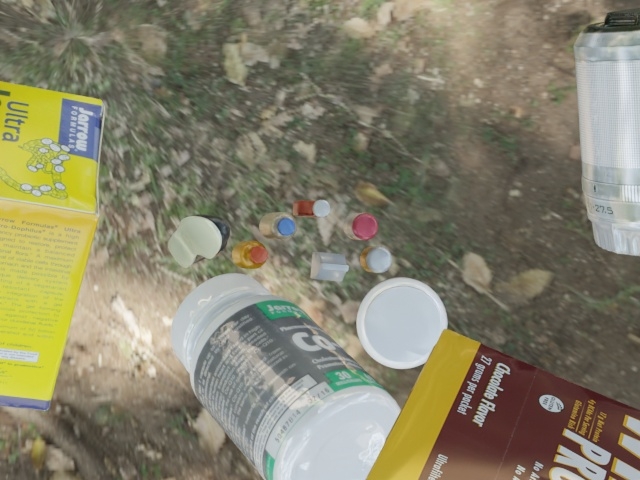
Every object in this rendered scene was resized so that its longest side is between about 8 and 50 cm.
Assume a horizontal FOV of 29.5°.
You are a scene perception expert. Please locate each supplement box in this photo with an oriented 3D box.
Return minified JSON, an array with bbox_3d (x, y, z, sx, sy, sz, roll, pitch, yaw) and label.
[{"bbox_3d":[0.103,0.180,0.560,0.194,0.129,0.191,23,126,10],"label":"supplement box"},{"bbox_3d":[-0.382,0.011,1.428,0.195,0.194,0.356,9,133,-16],"label":"supplement box"}]

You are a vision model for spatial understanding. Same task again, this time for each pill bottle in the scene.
[{"bbox_3d":[0.137,0.138,2.060,0.153,0.264,0.153,0,88,2],"label":"pill bottle"},{"bbox_3d":[-0.061,0.206,1.739,0.204,0.361,0.204,-20,128,-27],"label":"pill bottle"}]

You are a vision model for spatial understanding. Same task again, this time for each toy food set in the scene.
[{"bbox_3d":[0.000,0.000,1.728,0.232,0.104,0.111,7,89,-15],"label":"toy food set"}]

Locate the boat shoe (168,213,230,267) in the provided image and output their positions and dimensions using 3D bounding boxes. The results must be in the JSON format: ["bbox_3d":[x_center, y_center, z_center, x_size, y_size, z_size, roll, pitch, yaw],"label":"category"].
[{"bbox_3d":[-0.118,-0.006,1.240,0.042,0.133,0.049,-32,91,-23],"label":"boat shoe"}]

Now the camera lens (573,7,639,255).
[{"bbox_3d":[0.416,-0.136,1.432,0.219,0.219,0.274,-8,102,-10],"label":"camera lens"}]
